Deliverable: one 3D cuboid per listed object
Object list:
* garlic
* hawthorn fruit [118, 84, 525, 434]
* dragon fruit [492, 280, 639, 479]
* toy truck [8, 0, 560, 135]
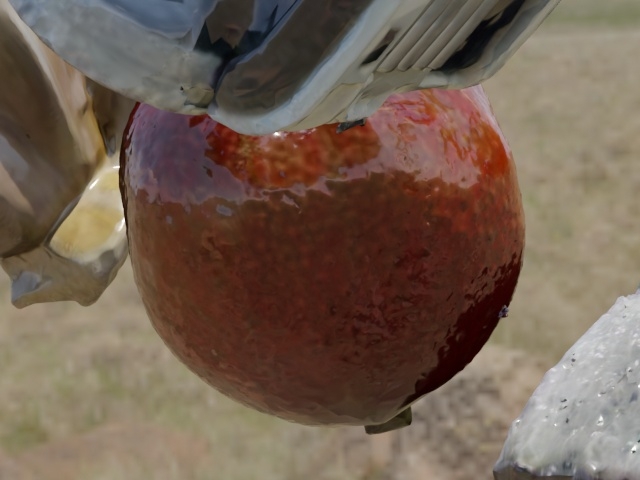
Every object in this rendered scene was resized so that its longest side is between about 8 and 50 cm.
[{"bbox_3d":[-0.203,-0.129,1.199,0.132,0.325,0.279,-9,34,45],"label":"garlic"},{"bbox_3d":[0.000,0.000,0.808,0.169,0.188,0.169,-5,31,3],"label":"hawthorn fruit"},{"bbox_3d":[0.236,0.154,0.988,0.204,0.283,0.221,8,42,33],"label":"dragon fruit"},{"bbox_3d":[-0.061,-0.204,0.577,0.387,0.173,0.207,47,24,19],"label":"toy truck"}]
